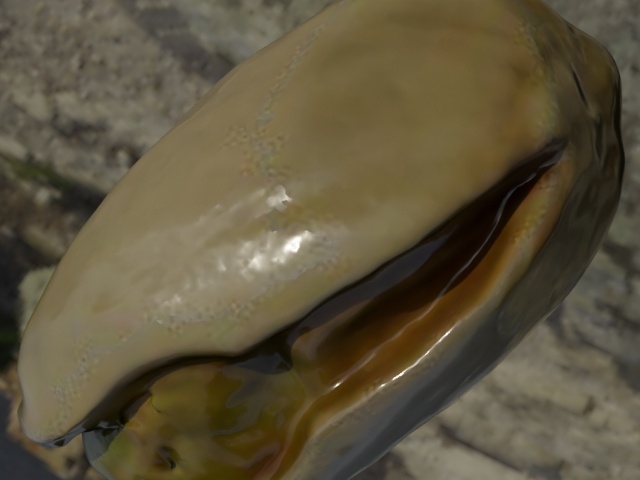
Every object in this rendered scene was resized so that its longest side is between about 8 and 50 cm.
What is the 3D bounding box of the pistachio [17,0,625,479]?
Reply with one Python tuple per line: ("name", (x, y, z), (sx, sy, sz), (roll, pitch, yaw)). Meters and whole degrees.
("pistachio", (0.000, 0.000, 0.720), (0.166, 0.288, 0.197), (53, -176, -20))
